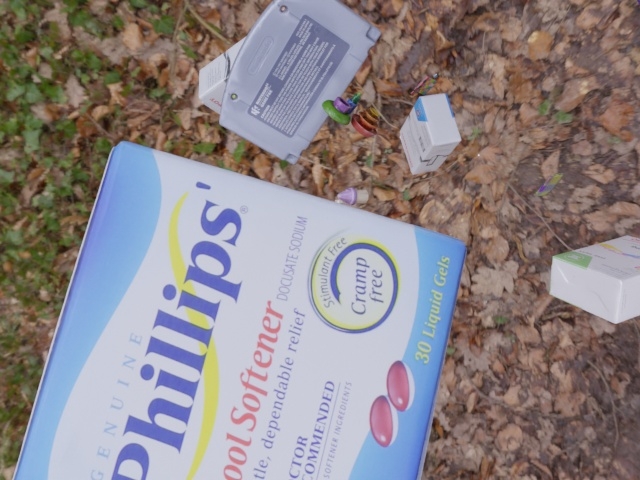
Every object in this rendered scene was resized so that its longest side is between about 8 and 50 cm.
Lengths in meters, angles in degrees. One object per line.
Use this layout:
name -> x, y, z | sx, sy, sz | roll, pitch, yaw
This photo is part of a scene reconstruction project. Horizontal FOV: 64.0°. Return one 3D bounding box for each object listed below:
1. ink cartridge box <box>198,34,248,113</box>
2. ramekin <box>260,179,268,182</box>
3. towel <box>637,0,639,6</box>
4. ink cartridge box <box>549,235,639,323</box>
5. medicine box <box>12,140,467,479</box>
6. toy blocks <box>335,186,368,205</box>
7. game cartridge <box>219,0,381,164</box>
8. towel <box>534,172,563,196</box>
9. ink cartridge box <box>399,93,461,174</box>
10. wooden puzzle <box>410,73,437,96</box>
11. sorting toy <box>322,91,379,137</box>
ink cartridge box -> -0.203, -0.513, 1.634 | 0.307, 0.223, 0.129 | -22, 60, 31
ramekin -> -0.241, -0.138, 2.002 | 0.207, 0.109, 0.207 | -2, 73, 6
towel -> 0.341, -0.287, 0.518 | 0.076, 0.227, 0.308 | -37, 53, 31
ink cartridge box -> 0.805, 0.082, 1.326 | 0.353, 0.207, 0.119 | -12, 110, -21
medicine box -> -0.058, 0.092, 0.443 | 0.289, 0.149, 0.263 | 15, 84, -13
toy blocks -> 0.000, 0.000, 1.530 | 0.288, 0.260, 0.309 | 126, 137, -54
game cartridge -> -0.053, -0.302, 0.926 | 0.196, 0.060, 0.294 | 26, 115, -24
towel -> 0.665, -0.163, 1.492 | 0.009, 0.060, 0.083 | 60, 148, 31
ink cartridge box -> 0.305, -0.296, 1.452 | 0.086, 0.203, 0.148 | -12, 77, -9
wooden puzzle -> 0.285, -0.420, 1.392 | 0.083, 0.049, 0.006 | -45, 58, 32
sorting toy -> 0.053, -0.202, 0.794 | 0.102, 0.061, 0.042 | 22, 124, -30
